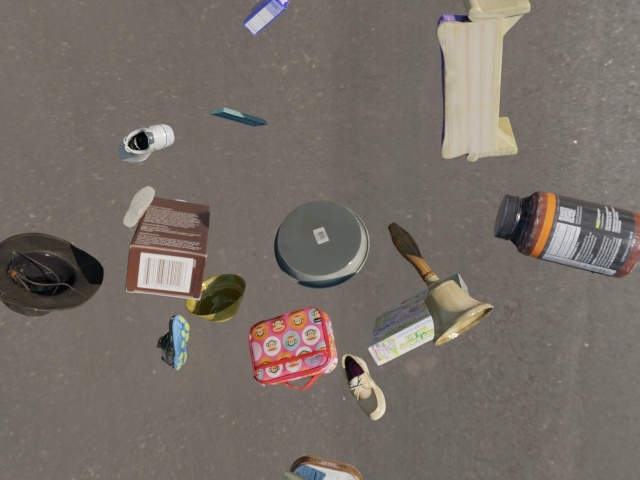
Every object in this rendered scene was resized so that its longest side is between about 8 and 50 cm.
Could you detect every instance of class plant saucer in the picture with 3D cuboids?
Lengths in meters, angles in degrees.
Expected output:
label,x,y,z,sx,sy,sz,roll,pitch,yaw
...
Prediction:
label,x,y,z,sx,sy,sz,roll,pitch,yaw
plant saucer,-0.252,-0.385,1.642,0.067,0.192,0.018,2,91,37

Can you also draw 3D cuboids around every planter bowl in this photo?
label,x,y,z,sx,sy,sz,roll,pitch,yaw
planter bowl,-0.346,0.218,1.814,0.217,0.217,0.090,-19,122,-2

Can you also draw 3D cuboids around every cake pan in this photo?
label,x,y,z,sx,sy,sz,roll,pitch,yaw
cake pan,0.000,0.000,1.580,0.293,0.054,0.293,-2,64,5

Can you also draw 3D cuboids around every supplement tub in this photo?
label,x,y,z,sx,sy,sz,roll,pitch,yaw
supplement tub,0.374,-0.015,0.804,0.197,0.106,0.106,15,99,10

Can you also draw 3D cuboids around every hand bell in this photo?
label,x,y,z,sx,sy,sz,roll,pitch,yaw
hand bell,0.201,0.061,0.991,0.126,0.126,0.242,-31,65,1

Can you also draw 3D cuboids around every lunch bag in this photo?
label,x,y,z,sx,sy,sz,roll,pitch,yaw
lunch bag,-0.093,0.383,1.801,0.293,0.120,0.258,-18,66,14

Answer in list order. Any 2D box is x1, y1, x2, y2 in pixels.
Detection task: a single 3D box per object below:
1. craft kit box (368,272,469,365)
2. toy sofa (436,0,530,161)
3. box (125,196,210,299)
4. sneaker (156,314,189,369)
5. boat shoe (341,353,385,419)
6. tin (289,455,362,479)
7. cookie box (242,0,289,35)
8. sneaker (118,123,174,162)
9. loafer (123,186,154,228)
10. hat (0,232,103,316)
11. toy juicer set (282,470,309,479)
label,x,y,z,sx,sy,sz,roll,pitch,yaw
craft kit box,0.244,0.185,1.277,0.249,0.246,0.061,-30,96,14
toy sofa,0.345,-0.363,1.160,0.177,0.150,0.363,-5,134,12
box,-0.412,0.009,1.458,0.191,0.381,0.143,8,113,-13
sneaker,-0.383,0.262,1.348,0.078,0.067,0.188,22,130,6
boat shoe,0.086,0.316,1.148,0.063,0.170,0.059,-43,125,7
tin,0.013,0.606,1.317,0.189,0.040,0.106,11,91,4
cookie box,-0.122,-0.538,1.219,0.107,0.092,0.040,-26,126,33
sneaker,-0.543,-0.290,1.553,0.258,0.091,0.094,-13,93,41
loafer,-0.484,-0.087,1.395,0.045,0.039,0.125,29,70,-8
hat,-0.791,0.126,1.483,0.331,0.331,0.134,24,116,-9
toy juicer set,0.093,0.536,0.961,0.329,0.209,0.089,33,70,-23
